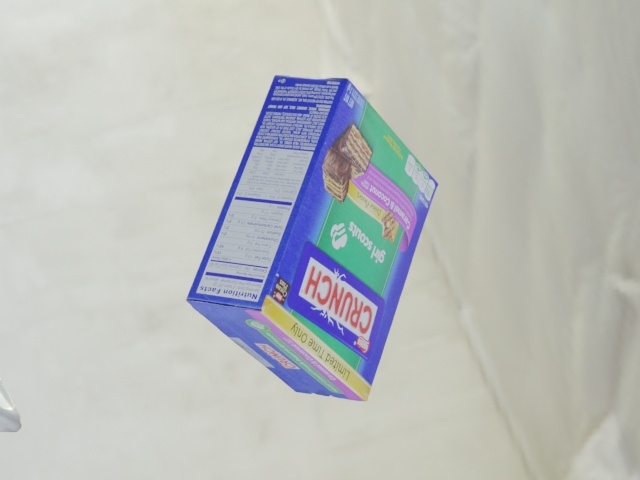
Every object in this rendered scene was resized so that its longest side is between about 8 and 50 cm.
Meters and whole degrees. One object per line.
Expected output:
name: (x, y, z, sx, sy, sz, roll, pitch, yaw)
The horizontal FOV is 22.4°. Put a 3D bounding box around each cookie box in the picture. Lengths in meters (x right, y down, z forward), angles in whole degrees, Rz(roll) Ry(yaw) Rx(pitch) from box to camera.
cookie box: (0.000, 0.000, 0.674, 0.092, 0.040, 0.107, 44, 59, -49)

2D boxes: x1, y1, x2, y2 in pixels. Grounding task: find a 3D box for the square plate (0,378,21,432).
square plate: (-0.315, -0.062, 0.718, 0.344, 0.049, 0.347, 38, 3, -35)
